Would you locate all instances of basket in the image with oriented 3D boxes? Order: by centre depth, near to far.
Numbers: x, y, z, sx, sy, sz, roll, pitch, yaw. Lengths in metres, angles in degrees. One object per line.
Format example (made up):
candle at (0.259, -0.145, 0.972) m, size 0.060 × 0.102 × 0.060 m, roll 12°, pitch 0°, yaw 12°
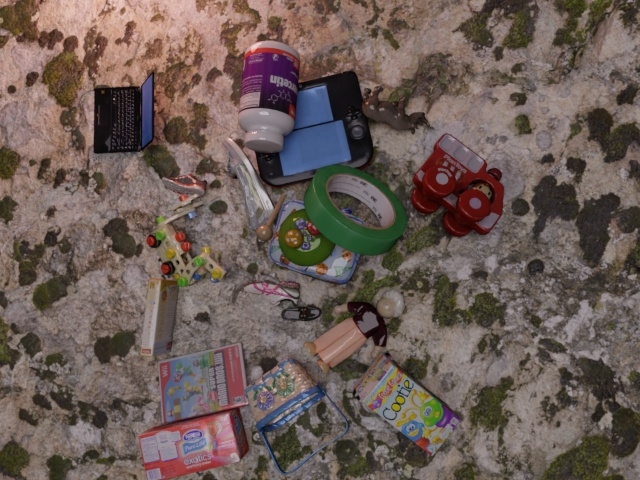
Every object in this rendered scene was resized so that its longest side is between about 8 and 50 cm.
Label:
basket at (-0.087, 0.529, 1.837) m, size 0.255 × 0.201 × 0.289 m, roll -37°, pitch 73°, yaw 0°

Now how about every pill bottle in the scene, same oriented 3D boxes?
pill bottle at (-0.165, -0.452, 1.908) m, size 0.181 × 0.181 × 0.323 m, roll 3°, pitch 80°, yaw 6°

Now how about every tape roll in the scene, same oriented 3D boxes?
tape roll at (0.108, -0.097, 1.833) m, size 0.321 × 0.321 × 0.077 m, roll 39°, pitch 128°, yaw 8°

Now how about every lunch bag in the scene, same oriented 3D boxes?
lunch bag at (0.000, 0.000, 1.926) m, size 0.303 × 0.115 × 0.243 m, roll 17°, pitch 84°, yaw 8°

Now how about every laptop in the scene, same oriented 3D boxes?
laptop at (-0.663, -0.426, 2.016) m, size 0.264 × 0.136 × 0.234 m, roll -2°, pitch 84°, yaw 5°

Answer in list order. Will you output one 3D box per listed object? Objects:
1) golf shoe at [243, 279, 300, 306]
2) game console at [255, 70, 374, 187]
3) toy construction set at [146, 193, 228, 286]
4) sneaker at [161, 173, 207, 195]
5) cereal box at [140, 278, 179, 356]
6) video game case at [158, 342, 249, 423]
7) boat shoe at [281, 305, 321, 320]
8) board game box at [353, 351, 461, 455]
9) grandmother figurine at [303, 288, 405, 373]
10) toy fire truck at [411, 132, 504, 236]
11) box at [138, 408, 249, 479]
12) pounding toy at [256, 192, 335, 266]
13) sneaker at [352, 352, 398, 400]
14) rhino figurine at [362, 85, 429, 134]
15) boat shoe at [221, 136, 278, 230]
golf shoe at (-0.160, 0.171, 1.944) m, size 0.186 × 0.067 × 0.086 m, roll 3°, pitch 81°, yaw 6°
game console at (-0.036, -0.366, 1.990) m, size 0.387 × 0.060 × 0.342 m, roll -12°, pitch 84°, yaw 4°
toy construction set at (-0.434, 0.011, 1.945) m, size 0.215 × 0.151 × 0.327 m, roll -29°, pitch 74°, yaw 27°
sneaker at (-0.455, -0.195, 2.024) m, size 0.158 × 0.061 × 0.065 m, roll 15°, pitch 59°, yaw 6°
cereal box at (-0.512, 0.244, 1.920) m, size 0.047 × 0.173 × 0.240 m, roll 6°, pitch 84°, yaw 6°
video game case at (-0.377, 0.457, 1.929) m, size 0.285 × 0.025 × 0.204 m, roll -14°, pitch 64°, yaw 4°
boat shoe at (-0.062, 0.239, 1.944) m, size 0.133 × 0.042 × 0.049 m, roll -3°, pitch 82°, yaw 4°
board game box at (0.257, 0.488, 1.802) m, size 0.275 × 0.142 × 0.144 m, roll 39°, pitch 89°, yaw -9°
grandmother figurine at (0.127, 0.280, 1.895) m, size 0.342 × 0.104 × 0.208 m, roll -39°, pitch 91°, yaw 3°
toy fire truck at (0.448, -0.173, 1.886) m, size 0.302 × 0.169 × 0.254 m, roll 37°, pitch 70°, yaw 7°
box at (-0.395, 0.637, 1.886) m, size 0.300 × 0.142 × 0.154 m, roll -15°, pitch 83°, yaw 3°
pounding toy at (-0.069, -0.031, 1.828) m, size 0.237 × 0.110 × 0.183 m, roll 30°, pitch 84°, yaw 10°
sneaker at (0.180, 0.444, 1.889) m, size 0.077 × 0.072 × 0.178 m, roll 44°, pitch 95°, yaw -2°
rhino figurine at (0.245, -0.415, 1.956) m, size 0.243 × 0.073 × 0.106 m, roll 20°, pitch 71°, yaw -9°
boat shoe at (-0.248, -0.189, 1.967) m, size 0.103 × 0.118 × 0.320 m, roll -28°, pitch 89°, yaw -2°
